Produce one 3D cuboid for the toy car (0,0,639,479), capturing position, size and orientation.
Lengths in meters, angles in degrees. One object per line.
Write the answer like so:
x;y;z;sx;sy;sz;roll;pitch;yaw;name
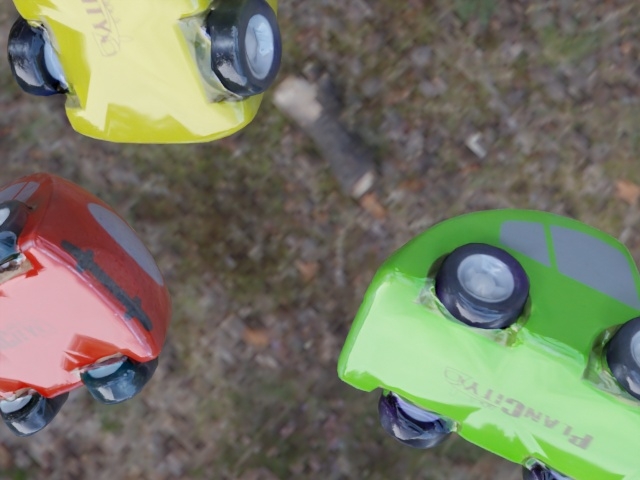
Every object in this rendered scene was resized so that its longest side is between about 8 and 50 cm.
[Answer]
0.000;0.000;0.431;0.225;0.053;0.239;25;139;2;toy car
